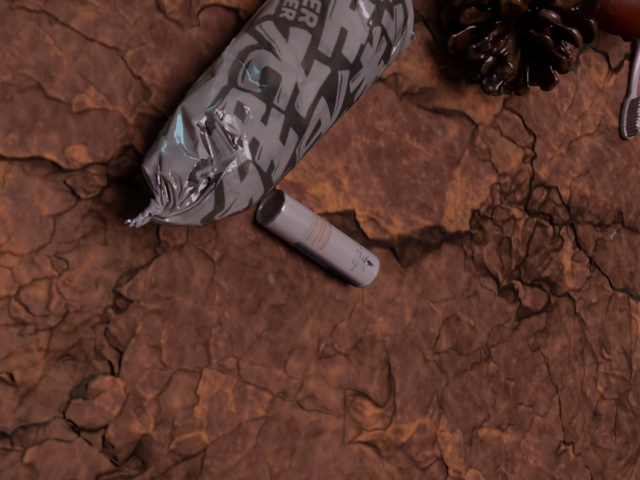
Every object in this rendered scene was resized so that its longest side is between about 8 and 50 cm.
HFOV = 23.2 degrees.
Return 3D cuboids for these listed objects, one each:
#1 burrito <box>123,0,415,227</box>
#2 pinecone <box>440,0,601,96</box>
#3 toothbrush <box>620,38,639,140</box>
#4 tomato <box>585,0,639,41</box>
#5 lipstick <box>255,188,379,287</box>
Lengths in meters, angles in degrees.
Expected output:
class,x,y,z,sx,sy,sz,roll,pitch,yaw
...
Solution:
class,x,y,z,sx,sy,sz,roll,pitch,yaw
burrito,-0.044,-0.133,1.445,0.445,0.101,0.139,-53,123,-37
pinecone,0.214,-0.245,1.670,0.179,0.150,0.195,48,57,-34
toothbrush,0.405,-0.266,1.931,0.025,0.029,0.307,23,68,-31
tomato,0.386,-0.319,1.837,0.167,0.167,0.167,8,78,-42
lipstick,0.000,0.000,1.504,0.141,0.040,0.040,34,62,-35
